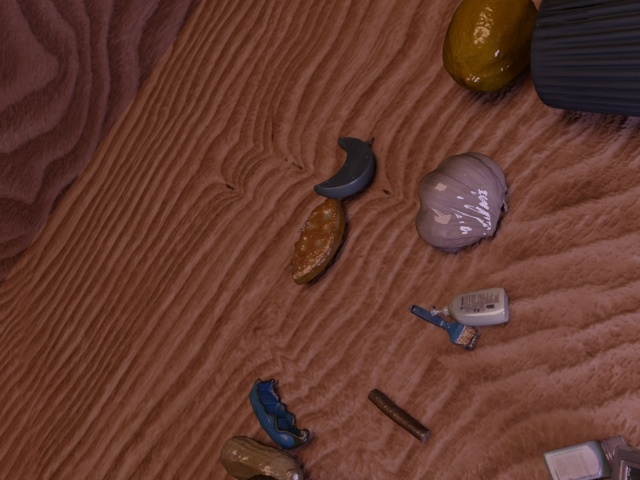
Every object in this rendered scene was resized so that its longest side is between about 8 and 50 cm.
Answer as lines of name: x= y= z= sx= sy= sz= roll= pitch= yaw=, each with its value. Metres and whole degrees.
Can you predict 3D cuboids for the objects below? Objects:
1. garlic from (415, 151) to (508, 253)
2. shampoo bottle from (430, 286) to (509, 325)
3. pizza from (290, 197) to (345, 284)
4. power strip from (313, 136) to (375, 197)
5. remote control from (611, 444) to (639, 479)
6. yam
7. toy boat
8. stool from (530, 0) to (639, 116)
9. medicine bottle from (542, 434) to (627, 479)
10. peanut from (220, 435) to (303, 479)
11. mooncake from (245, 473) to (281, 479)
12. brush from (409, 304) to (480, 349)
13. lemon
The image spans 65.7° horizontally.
garlic: x=0.289 y=-0.098 z=1.047 sx=0.177 sy=0.143 sz=0.230 roll=21 pitch=72 yaw=43
shampoo bottle: x=0.289 y=0.135 z=0.978 sx=0.151 sy=0.045 sz=0.077 roll=-12 pitch=45 yaw=27
pizza: x=0.000 y=0.001 z=1.266 sx=0.127 sy=0.058 sz=0.247 roll=3 pitch=65 yaw=31
power strip: x=0.078 y=-0.200 z=1.298 sx=0.137 sy=0.044 sz=0.216 roll=12 pitch=60 yaw=29
remote control: x=0.434 y=0.444 z=0.647 sx=0.109 sy=0.055 sz=0.313 roll=-9 pitch=63 yaw=59
yam: x=0.155 y=0.348 z=0.990 sx=0.145 sy=0.032 sz=0.032 roll=29 pitch=86 yaw=43
toy boat: x=-0.092 y=0.391 z=1.125 sx=0.077 sy=0.075 sz=0.185 roll=-51 pitch=50 yaw=15
stool: x=0.581 y=-0.359 z=0.865 sx=0.329 sy=0.297 sz=0.298 roll=19 pitch=80 yaw=46
medicine bottle: x=0.415 y=0.342 z=0.765 sx=0.117 sy=0.074 sz=0.055 roll=-26 pitch=53 yaw=22
peanut: x=-0.129 y=0.495 z=1.086 sx=0.214 sy=0.090 sz=0.099 roll=4 pitch=108 yaw=35
mooncake: x=-0.162 y=0.616 z=0.849 sx=0.393 sy=0.394 sz=0.246 roll=-25 pitch=45 yaw=-18
brush: x=0.250 y=0.171 z=1.021 sx=0.164 sy=0.014 sz=0.051 roll=24 pitch=82 yaw=43
lemon: x=0.381 y=-0.452 z=1.113 sx=0.204 sy=0.204 sz=0.260 roll=19 pitch=77 yaw=42
